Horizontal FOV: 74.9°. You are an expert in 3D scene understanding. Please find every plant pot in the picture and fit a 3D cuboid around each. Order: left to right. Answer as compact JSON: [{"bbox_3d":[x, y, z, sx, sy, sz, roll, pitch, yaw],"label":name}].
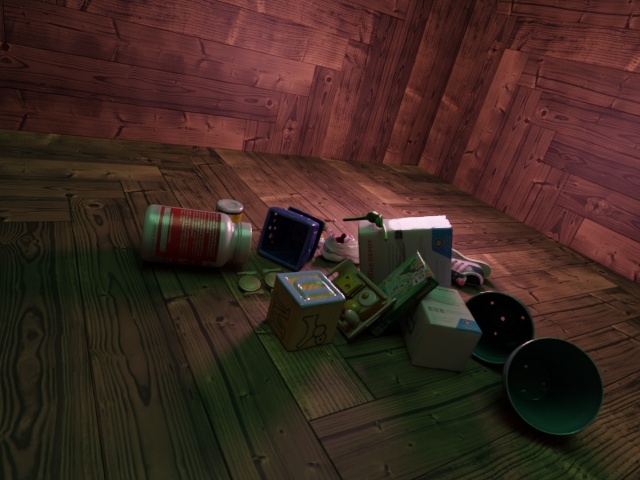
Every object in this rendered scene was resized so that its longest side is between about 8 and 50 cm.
[{"bbox_3d":[-0.124,-0.024,1.947,0.236,0.236,0.212,24,20,18],"label":"plant pot"},{"bbox_3d":[0.717,0.329,1.672,0.272,0.271,0.255,30,14,29],"label":"plant pot"},{"bbox_3d":[0.738,0.474,1.396,0.290,0.290,0.195,20,-11,10],"label":"plant pot"}]

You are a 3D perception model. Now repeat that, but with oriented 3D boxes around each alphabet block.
[{"bbox_3d":[-0.056,0.240,1.466,0.192,0.197,0.193,-1,30,-33],"label":"alphabet block"}]

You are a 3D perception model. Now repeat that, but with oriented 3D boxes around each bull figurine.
[{"bbox_3d":[-0.066,-0.088,2.215,0.188,0.101,0.310,11,12,44],"label":"bull figurine"}]

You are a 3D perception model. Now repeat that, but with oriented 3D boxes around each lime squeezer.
[{"bbox_3d":[0.221,-0.079,1.776,0.110,0.058,0.310,-18,27,-25],"label":"lime squeezer"}]

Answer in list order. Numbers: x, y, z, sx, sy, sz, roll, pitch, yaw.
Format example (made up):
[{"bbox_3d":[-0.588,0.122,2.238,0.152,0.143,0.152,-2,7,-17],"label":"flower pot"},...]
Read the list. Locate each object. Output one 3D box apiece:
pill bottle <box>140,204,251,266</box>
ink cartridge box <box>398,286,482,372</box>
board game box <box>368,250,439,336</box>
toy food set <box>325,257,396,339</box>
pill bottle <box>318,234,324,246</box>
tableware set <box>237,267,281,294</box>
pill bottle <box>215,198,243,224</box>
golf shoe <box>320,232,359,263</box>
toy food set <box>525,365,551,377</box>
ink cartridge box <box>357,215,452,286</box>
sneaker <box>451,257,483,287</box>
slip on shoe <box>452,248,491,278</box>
[{"bbox_3d":[-0.497,-0.010,1.697,0.408,0.229,0.229,7,26,-18],"label":"pill bottle"},{"bbox_3d":[0.435,0.319,1.577,0.198,0.197,0.270,12,26,-8],"label":"ink cartridge box"},{"bbox_3d":[0.298,0.203,1.625,0.046,0.317,0.213,40,18,-19],"label":"board game box"},{"bbox_3d":[0.113,0.212,1.599,0.220,0.092,0.306,-38,45,-9],"label":"toy food set"},{"bbox_3d":[0.000,0.000,2.175,0.043,0.043,0.083,12,25,-8],"label":"pill bottle"},{"bbox_3d":[-0.235,0.175,1.688,0.194,0.039,0.128,-4,43,-25],"label":"tableware set"},{"bbox_3d":[-0.422,-0.070,1.885,0.119,0.208,0.119,12,26,-6],"label":"pill bottle"},{"bbox_3d":[0.154,0.037,2.075,0.306,0.140,0.115,4,26,-26],"label":"golf shoe"},{"bbox_3d":[0.814,0.488,1.611,0.128,0.071,0.218,-3,18,17],"label":"toy food set"},{"bbox_3d":[0.368,0.055,1.861,0.395,0.285,0.166,-3,24,6],"label":"ink cartridge box"},{"bbox_3d":[0.688,0.166,2.151,0.319,0.112,0.131,7,42,-1],"label":"sneaker"},{"bbox_3d":[0.761,0.122,2.293,0.331,0.123,0.101,19,3,7],"label":"slip on shoe"}]
